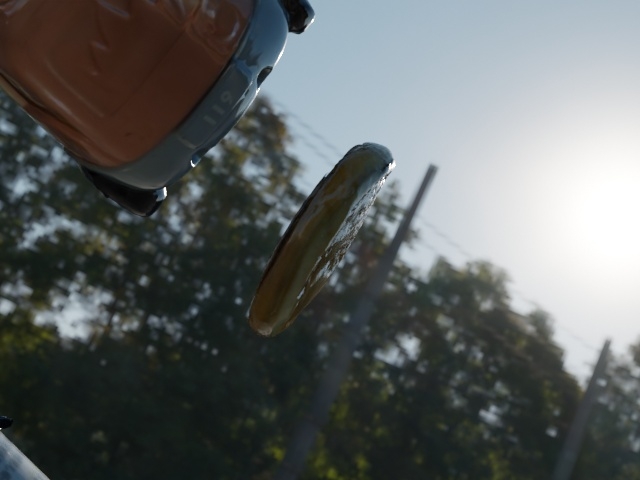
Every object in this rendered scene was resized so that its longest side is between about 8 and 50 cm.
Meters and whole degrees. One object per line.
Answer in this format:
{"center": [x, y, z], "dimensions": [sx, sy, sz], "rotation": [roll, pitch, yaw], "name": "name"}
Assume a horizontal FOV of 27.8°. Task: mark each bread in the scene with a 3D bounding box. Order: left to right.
{"center": [0.000, 0.000, 0.604], "dimensions": [0.024, 0.110, 0.110], "rotation": [32, -13, 6], "name": "bread"}

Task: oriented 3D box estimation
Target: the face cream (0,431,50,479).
{"center": [-0.133, 0.206, 0.592], "dimensions": [0.370, 0.145, 0.145], "rotation": [48, -18, -7], "name": "face cream"}

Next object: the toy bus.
{"center": [-0.167, -0.167, 0.887], "dimensions": [0.232, 0.194, 0.287], "rotation": [33, 8, -45], "name": "toy bus"}

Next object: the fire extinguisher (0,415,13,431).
{"center": [-0.356, 0.117, 1.075], "dimensions": [0.138, 0.102, 0.344], "rotation": [6, -21, 9], "name": "fire extinguisher"}
